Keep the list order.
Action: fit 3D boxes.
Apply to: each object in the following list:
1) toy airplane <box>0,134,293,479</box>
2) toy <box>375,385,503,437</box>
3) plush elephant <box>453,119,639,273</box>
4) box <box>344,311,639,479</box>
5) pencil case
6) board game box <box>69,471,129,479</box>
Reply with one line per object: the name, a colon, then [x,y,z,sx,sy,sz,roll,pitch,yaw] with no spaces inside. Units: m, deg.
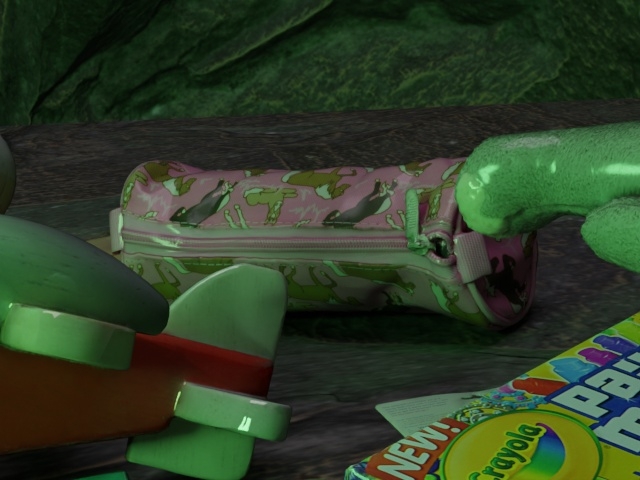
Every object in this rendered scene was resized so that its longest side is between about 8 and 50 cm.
toy airplane: [-0.203,0.047,1.111,0.386,0.272,0.384,-8,0,29]
toy: [0.138,0.149,0.993,0.137,0.056,0.237,-7,16,-19]
plush elephant: [0.287,0.050,0.987,0.272,0.255,0.330,-5,0,-43]
box: [0.191,0.149,0.522,0.279,0.177,0.290,20,25,33]
pencil case: [0.000,0.000,1.530,0.386,0.167,0.160,1,49,31]
board game box: [-0.247,0.213,0.841,0.336,0.079,0.254,-9,12,-9]
